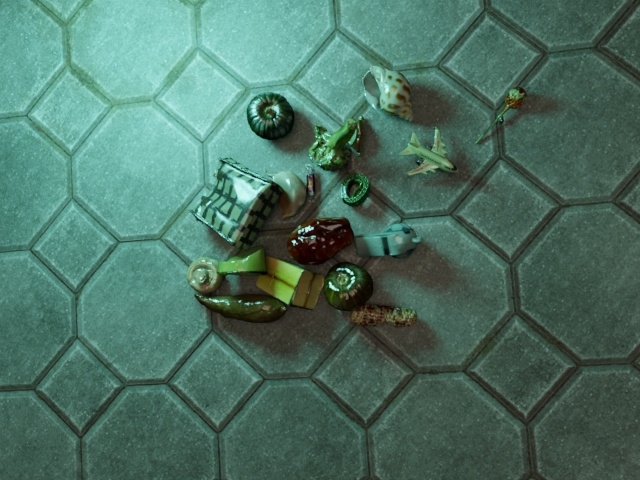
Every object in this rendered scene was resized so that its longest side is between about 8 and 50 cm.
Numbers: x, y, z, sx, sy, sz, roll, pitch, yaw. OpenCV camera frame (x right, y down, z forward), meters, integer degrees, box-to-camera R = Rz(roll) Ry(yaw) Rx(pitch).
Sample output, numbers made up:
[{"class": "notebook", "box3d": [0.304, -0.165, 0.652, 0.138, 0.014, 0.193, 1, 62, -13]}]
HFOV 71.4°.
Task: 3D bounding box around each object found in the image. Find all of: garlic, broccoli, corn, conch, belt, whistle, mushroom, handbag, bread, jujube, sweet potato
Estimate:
[{"class": "garlic", "box3d": [-0.150, -0.245, 1.994, 0.148, 0.128, 0.267, -20, 74, -6]}, {"class": "broccoli", "box3d": [0.060, -0.437, 1.899, 0.177, 0.275, 0.199, -14, 56, -30]}, {"class": "corn", "box3d": [0.269, 0.324, 1.903, 0.289, 0.098, 0.098, 5, 87, 5]}, {"class": "conch", "box3d": [0.308, -0.630, 1.924, 0.148, 0.182, 0.275, -20, 86, -29]}, {"class": "belt", "box3d": [0.152, -0.217, 1.960, 0.121, 0.079, 0.152, 22, 78, 18]}, {"class": "whistle", "box3d": [0.307, 0.004, 1.907, 0.289, 0.163, 0.164, -4, 85, 42]}, {"class": "mushroom", "box3d": [-0.516, 0.153, 1.989, 0.166, 0.127, 0.167, 0, 83, 1]}, {"class": "handbag", "box3d": [-0.374, -0.167, 1.950, 0.326, 0.162, 0.325, 31, 88, 24]}, {"class": "bread", "box3d": [-0.135, 0.182, 1.986, 0.264, 0.163, 0.168, 22, 91, 42]}, {"class": "jujube", "box3d": [0.000, 0.000, 1.906, 0.290, 0.197, 0.197, -20, 85, 4]}, {"class": "sweet potato", "box3d": [-0.346, 0.291, 1.965, 0.422, 0.130, 0.131, 6, 87, 11]}]

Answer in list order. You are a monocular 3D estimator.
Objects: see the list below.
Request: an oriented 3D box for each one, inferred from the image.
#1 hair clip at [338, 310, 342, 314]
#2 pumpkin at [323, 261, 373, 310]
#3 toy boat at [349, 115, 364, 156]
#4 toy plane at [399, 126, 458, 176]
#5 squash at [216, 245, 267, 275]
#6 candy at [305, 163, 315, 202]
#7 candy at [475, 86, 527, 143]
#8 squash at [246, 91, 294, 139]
[{"class": "hair clip", "box3d": [0.064, 0.275, 1.958, 0.030, 0.039, 0.115, -41, 81, -2]}, {"class": "pumpkin", "box3d": [0.118, 0.204, 1.890, 0.218, 0.162, 0.219, -8, 51, 10]}, {"class": "toy boat", "box3d": [0.161, -0.465, 1.972, 0.089, 0.071, 0.185, -1, 85, 49]}, {"class": "toy plane", "box3d": [0.475, -0.356, 1.912, 0.256, 0.104, 0.242, 34, 89, 7]}, {"class": "squash", "box3d": [-0.341, 0.095, 1.924, 0.219, 0.220, 0.134, -5, 89, 6]}, {"class": "candy", "box3d": [-0.046, -0.255, 1.999, 0.045, 0.043, 0.175, -1, 91, 9]}, {"class": "candy", "box3d": [0.768, -0.531, 1.908, 0.078, 0.084, 0.288, 40, 99, 3]}, {"class": "squash", "box3d": [-0.220, -0.550, 1.971, 0.218, 0.172, 0.218, 7, 64, -15]}]
